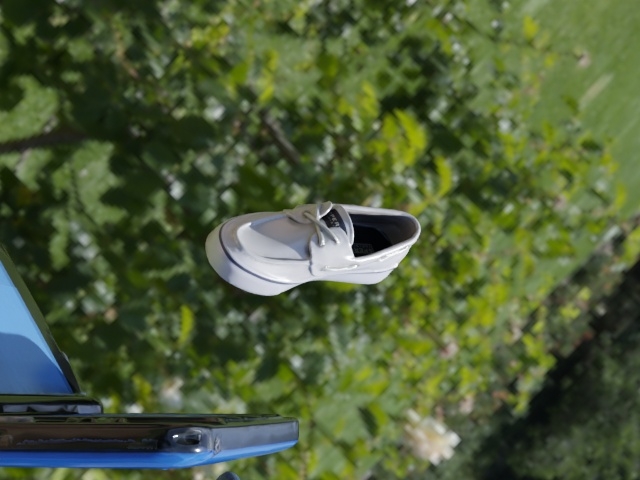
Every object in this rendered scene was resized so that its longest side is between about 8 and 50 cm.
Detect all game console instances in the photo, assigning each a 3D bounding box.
[{"bbox_3d":[-0.160,0.055,0.887,0.250,0.173,0.293,-1,174,10],"label":"game console"}]

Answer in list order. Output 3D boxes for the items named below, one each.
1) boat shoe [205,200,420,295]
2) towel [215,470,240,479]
[{"bbox_3d":[0.000,0.000,1.479,0.268,0.096,0.088,5,143,-40],"label":"boat shoe"},{"bbox_3d":[-0.076,0.263,1.234,0.029,0.119,0.067,15,107,-29],"label":"towel"}]
